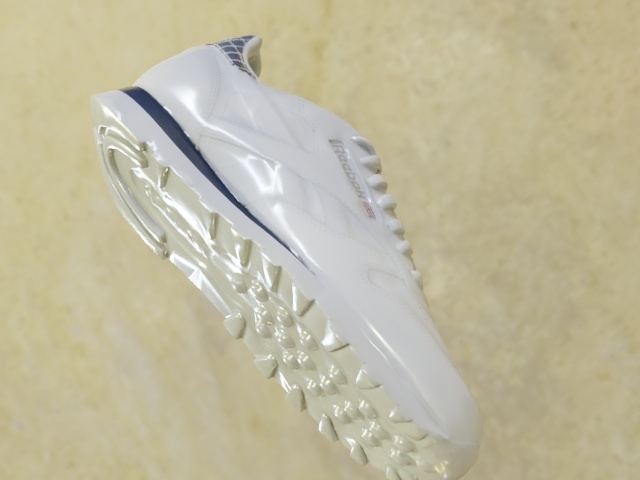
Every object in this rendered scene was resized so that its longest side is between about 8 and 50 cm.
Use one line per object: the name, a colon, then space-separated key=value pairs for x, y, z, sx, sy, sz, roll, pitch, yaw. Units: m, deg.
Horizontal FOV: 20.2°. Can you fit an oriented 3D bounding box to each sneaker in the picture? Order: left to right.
sneaker: x=0.000 y=0.000 z=0.760 sx=0.235 sy=0.094 sz=0.090 roll=49 pitch=152 yaw=23
